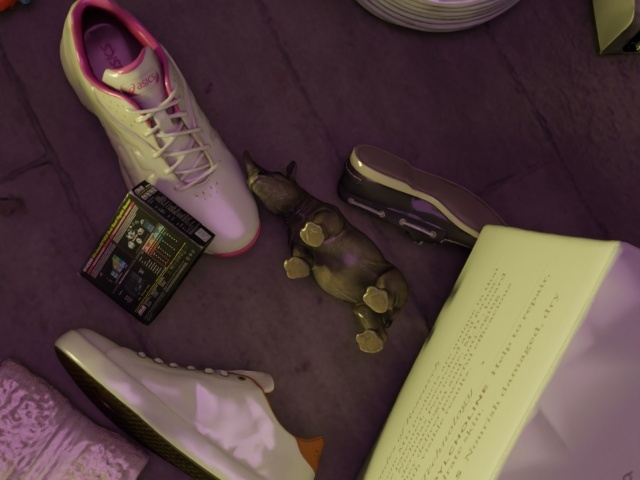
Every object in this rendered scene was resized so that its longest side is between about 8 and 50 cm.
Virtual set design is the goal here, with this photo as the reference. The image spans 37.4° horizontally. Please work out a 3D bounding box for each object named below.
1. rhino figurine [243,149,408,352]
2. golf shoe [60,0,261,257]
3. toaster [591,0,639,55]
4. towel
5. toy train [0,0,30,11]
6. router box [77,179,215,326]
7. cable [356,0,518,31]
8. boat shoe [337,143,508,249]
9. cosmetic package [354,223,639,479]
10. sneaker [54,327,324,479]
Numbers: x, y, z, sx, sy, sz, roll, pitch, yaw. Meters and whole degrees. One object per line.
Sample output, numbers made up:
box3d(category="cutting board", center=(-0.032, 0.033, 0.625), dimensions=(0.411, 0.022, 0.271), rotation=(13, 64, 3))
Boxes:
box3d(category="rhino figurine", center=(0.000, 0.000, 0.979), dimensions=(0.073, 0.106, 0.243), rotation=(-43, 89, 22))
box3d(category="golf shoe", center=(-0.166, -0.114, 0.954), dimensions=(0.115, 0.140, 0.306), rotation=(-37, 89, -11))
box3d(category="toaster", center=(0.394, -0.309, 1.057), dimensions=(0.167, 0.110, 0.186), rotation=(-5, 83, -8))
box3d(category="towel", center=(-0.325, 0.276, 0.931), dimensions=(0.187, 0.049, 0.282), rotation=(36, 80, -2))
box3d(category="toy train", center=(-0.393, -0.272, 0.999), dimensions=(0.166, 0.046, 0.125), rotation=(31, 58, 7))
box3d(category="router box", center=(-0.176, 0.014, 0.955), dimensions=(0.092, 0.038, 0.122), rotation=(38, 118, -2))
box3d(category="cable", center=(0.135, -0.360, 1.044), dimensions=(0.257, 0.089, 0.257), rotation=(17, 81, -4))
box3d(category="boat shoe", center=(0.113, -0.031, 1.026), dimensions=(0.206, 0.075, 0.065), rotation=(28, 124, -8))
box3d(category="cosmetic package", center=(0.249, 0.203, 0.807), dimensions=(0.329, 0.394, 0.328), rotation=(27, 91, -3))
box3d(category="sneaker", center=(-0.126, 0.161, 0.954), dimensions=(0.290, 0.106, 0.123), rotation=(37, 63, -4))
